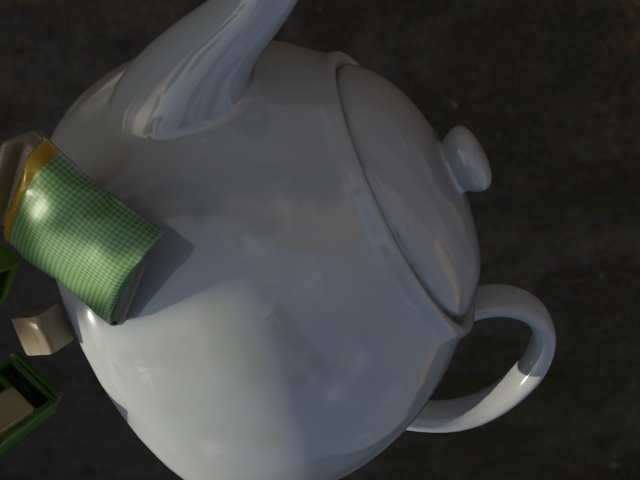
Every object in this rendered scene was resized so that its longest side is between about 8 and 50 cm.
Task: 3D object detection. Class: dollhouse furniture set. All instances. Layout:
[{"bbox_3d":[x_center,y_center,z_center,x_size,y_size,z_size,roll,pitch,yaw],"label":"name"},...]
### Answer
[{"bbox_3d":[-0.130,0.032,0.528,0.058,0.076,0.152,-36,162,-45],"label":"dollhouse furniture set"}]

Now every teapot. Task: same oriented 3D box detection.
[{"bbox_3d":[0.000,0.000,0.631,0.187,0.253,0.256,-24,175,15],"label":"teapot"}]
